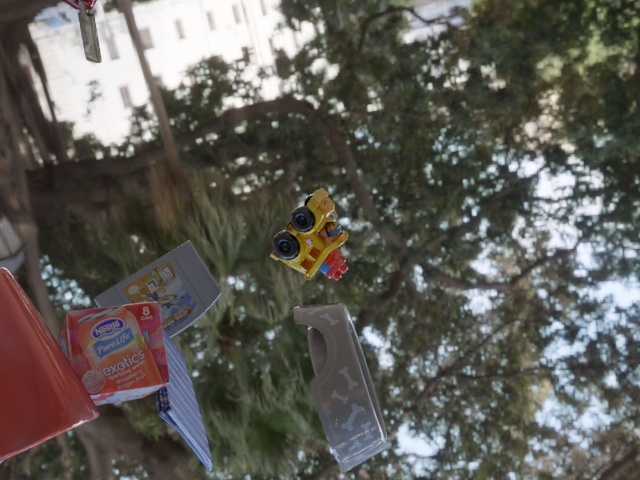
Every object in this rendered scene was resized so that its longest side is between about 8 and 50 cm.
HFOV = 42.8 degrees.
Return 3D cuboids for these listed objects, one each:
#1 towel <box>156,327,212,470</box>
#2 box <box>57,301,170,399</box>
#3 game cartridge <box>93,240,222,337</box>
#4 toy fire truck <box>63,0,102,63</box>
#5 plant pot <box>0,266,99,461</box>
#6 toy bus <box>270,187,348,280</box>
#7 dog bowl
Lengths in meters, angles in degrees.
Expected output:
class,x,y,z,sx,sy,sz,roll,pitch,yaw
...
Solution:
class,x,y,z,sx,sy,sz,roll,pitch,yaw
towel,-0.331,0.324,1.823,0.040,0.243,0.336,-26,-138,-2
box,-0.369,0.207,1.426,0.154,0.142,0.300,-5,167,-21
game cartridge,-0.424,0.159,2.179,0.297,0.198,0.062,-33,173,-13
toy fire truck,-0.513,-0.533,1.787,0.217,0.158,0.247,14,-104,51
plant pot,-0.471,0.184,1.104,0.274,0.243,0.275,-24,174,-3
toy bus,0.000,0.000,2.235,0.211,0.220,0.149,37,-152,4
dog bowl,0.046,0.285,1.665,0.102,0.349,0.349,-17,-161,2
